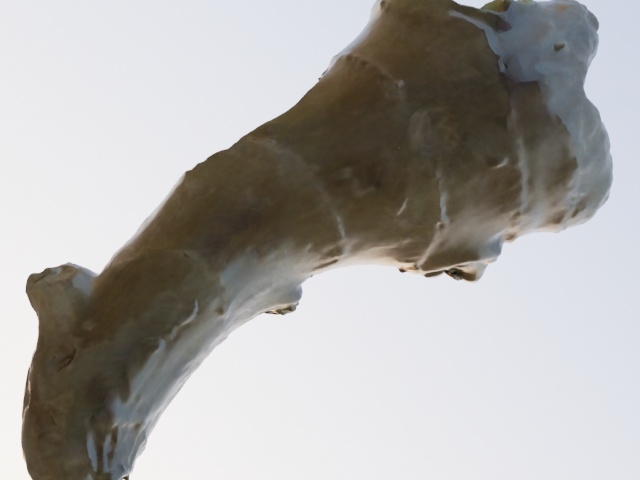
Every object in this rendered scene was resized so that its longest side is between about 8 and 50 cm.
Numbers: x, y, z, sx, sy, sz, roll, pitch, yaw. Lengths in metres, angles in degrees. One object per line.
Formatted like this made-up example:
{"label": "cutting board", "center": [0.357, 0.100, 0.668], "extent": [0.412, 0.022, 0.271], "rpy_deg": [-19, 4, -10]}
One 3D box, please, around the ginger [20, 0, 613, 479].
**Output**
{"label": "ginger", "center": [0.000, 0.000, 0.559], "extent": [0.131, 0.294, 0.086], "rpy_deg": [53, -13, -14]}
